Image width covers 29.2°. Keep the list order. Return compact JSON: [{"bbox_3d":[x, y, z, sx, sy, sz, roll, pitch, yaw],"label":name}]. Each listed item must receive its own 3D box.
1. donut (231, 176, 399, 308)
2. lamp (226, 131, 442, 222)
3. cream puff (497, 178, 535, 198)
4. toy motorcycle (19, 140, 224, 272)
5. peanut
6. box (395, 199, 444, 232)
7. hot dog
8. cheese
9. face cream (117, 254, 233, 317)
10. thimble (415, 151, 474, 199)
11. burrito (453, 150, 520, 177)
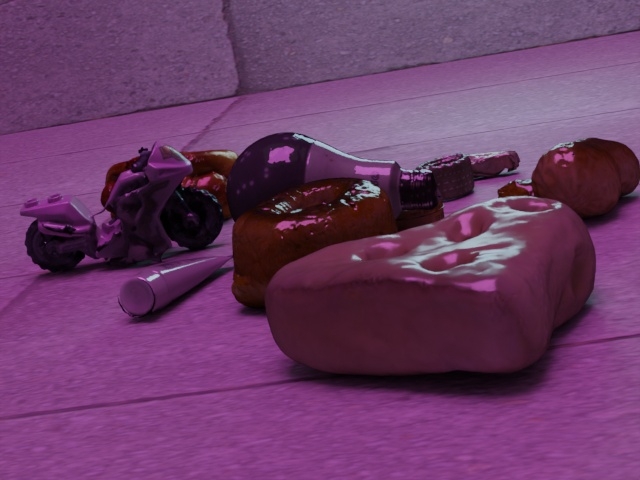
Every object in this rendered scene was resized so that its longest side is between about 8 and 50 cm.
[{"bbox_3d":[0.000,0.000,1.650,0.208,0.128,0.261,-3,17,24],"label":"donut"},{"bbox_3d":[0.010,-0.091,1.834,0.313,0.182,0.182,-17,11,18],"label":"lamp"},{"bbox_3d":[0.302,-0.061,1.814,0.083,0.058,0.083,-21,19,-31],"label":"cream puff"},{"bbox_3d":[-0.326,-0.057,1.983,0.327,0.188,0.143,-9,20,3],"label":"toy motorcycle"},{"bbox_3d":[0.393,-0.091,1.782,0.120,0.110,0.236,15,15,38],"label":"peanut"},{"bbox_3d":[0.140,-0.041,1.900,0.105,0.037,0.105,-9,14,2],"label":"box"},{"bbox_3d":[-0.269,-0.089,2.174,0.256,0.150,0.153,-7,5,10],"label":"hot dog"},{"bbox_3d":[0.120,0.045,1.371,0.328,0.130,0.351,-2,16,26],"label":"cheese"},{"bbox_3d":[-0.209,0.054,1.750,0.092,0.058,0.243,-11,7,21],"label":"face cream"},{"bbox_3d":[0.211,-0.106,2.054,0.084,0.062,0.110,1,18,43],"label":"thimble"},{"bbox_3d":[0.274,-0.130,2.146,0.149,0.041,0.055,-8,27,11],"label":"burrito"}]
